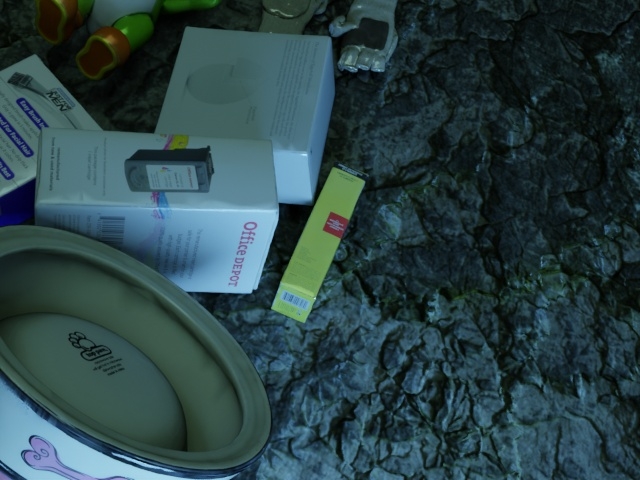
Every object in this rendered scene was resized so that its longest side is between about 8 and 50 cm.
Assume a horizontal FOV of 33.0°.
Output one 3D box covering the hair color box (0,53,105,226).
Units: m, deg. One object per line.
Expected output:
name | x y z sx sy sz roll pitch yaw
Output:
hair color box | -0.487 -0.102 1.511 0.339 0.110 0.185 -34 72 -26

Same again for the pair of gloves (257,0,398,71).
pair of gloves | 0.015 -0.375 1.827 0.240 0.042 0.204 10 62 -6

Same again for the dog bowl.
dog bowl | -0.263 0.166 1.245 0.408 0.150 0.408 32 19 -13

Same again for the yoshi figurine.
yoshi figurine | -0.253 -0.408 1.654 0.203 0.203 0.362 11 42 34

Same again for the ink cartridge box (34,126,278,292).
ink cartridge box | -0.227 -0.034 1.461 0.306 0.226 0.131 1 59 -14

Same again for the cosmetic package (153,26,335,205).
cosmetic package | -0.104 -0.186 1.605 0.225 0.138 0.224 5 58 9

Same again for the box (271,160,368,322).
box | 0.000 0.000 1.578 0.058 0.087 0.232 24 57 1
